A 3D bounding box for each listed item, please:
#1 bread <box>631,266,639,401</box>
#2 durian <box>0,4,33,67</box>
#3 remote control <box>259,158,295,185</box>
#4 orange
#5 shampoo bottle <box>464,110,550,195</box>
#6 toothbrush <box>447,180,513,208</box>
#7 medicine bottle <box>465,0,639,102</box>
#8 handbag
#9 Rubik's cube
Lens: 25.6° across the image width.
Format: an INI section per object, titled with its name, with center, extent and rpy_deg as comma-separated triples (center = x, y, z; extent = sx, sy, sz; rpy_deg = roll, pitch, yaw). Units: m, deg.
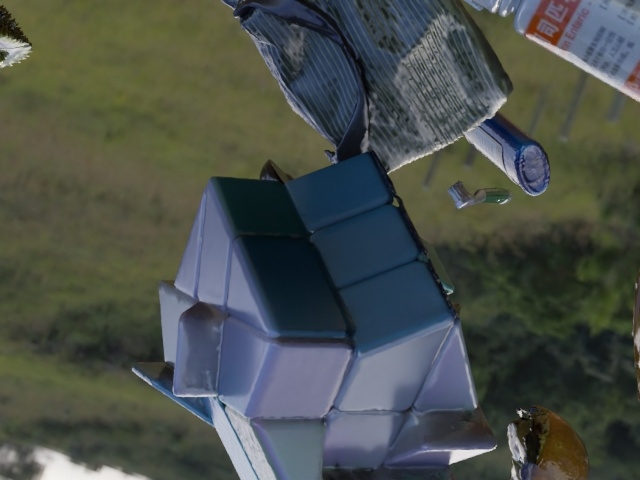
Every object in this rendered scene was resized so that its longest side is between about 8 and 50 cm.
[bread]
center = 0.389, 0.106, 1.289
extent = 0.156, 0.204, 0.288
rpy_deg = 1, -163, 1
[durian]
center = -0.442, -0.253, 1.622
extent = 0.146, 0.102, 0.208
rpy_deg = -22, 157, 27
[remote control]
center = 0.000, 0.000, 1.852
extent = 0.266, 0.066, 0.090
rpy_deg = 46, -177, -26
[orange]
center = 0.302, 0.303, 1.878
extent = 0.112, 0.160, 0.170
rpy_deg = -4, 165, 9
[shampoo bottle]
center = 0.234, -0.132, 1.844
extent = 0.183, 0.050, 0.087
rpy_deg = 49, 167, 52
[toothbrush]
center = 0.157, -0.043, 1.361
extent = 0.024, 0.018, 0.257
rpy_deg = 57, -165, 9
[medicine bottle]
center = 0.259, -0.243, 1.363
extent = 0.252, 0.144, 0.144
rpy_deg = 33, -179, 9
[handbag]
center = 0.045, -0.247, 1.615
extent = 0.341, 0.240, 0.247
rpy_deg = 54, -174, -30
[Rubik's cube]
center = 0.003, 0.125, 1.537
extent = 0.358, 0.368, 0.387
rpy_deg = 3, -140, -23
